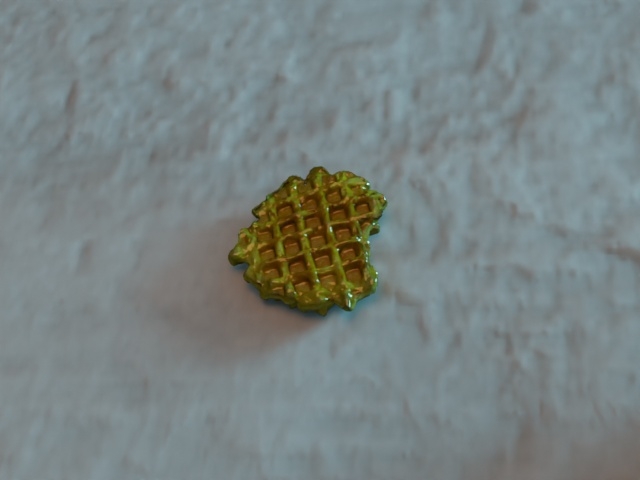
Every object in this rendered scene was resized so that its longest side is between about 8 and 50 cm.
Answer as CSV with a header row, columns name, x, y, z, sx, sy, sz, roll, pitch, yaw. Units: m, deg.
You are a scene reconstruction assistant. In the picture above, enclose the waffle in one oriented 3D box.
name,x,y,z,sx,sy,sz,roll,pitch,yaw
waffle,-0.001,-0.001,0.661,0.078,0.016,0.085,12,55,18
